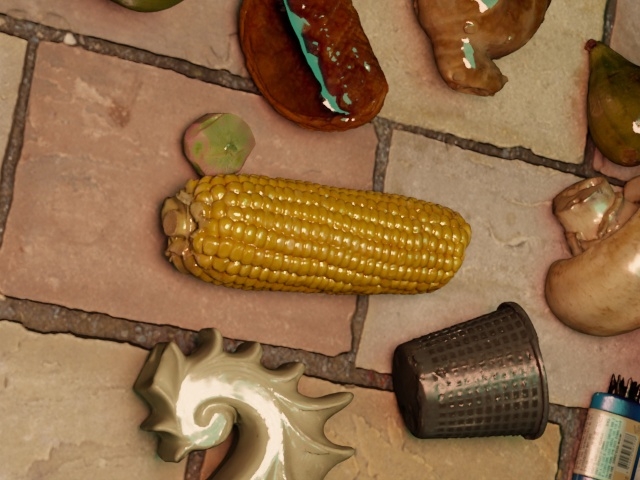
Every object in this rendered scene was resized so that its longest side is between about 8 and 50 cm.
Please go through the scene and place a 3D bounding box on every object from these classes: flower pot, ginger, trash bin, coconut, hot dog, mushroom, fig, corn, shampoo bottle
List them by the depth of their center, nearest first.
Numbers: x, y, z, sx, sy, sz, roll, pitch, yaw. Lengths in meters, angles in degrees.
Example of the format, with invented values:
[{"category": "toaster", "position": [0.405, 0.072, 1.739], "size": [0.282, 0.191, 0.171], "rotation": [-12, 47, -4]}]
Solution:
[{"category": "flower pot", "position": [-0.127, 0.295, 1.713], "size": [0.254, 0.164, 0.367], "rotation": [25, 77, -13]}, {"category": "coconut", "position": [-0.122, -0.114, 1.794], "size": [0.083, 0.081, 0.082], "rotation": [21, 91, -28]}, {"category": "corn", "position": [0.000, 0.000, 1.801], "size": [0.387, 0.144, 0.143], "rotation": [8, 83, -22]}, {"category": "hot dog", "position": [-0.009, -0.239, 1.838], "size": [0.161, 0.099, 0.226], "rotation": [-19, 92, -23]}, {"category": "trash bin", "position": [0.179, 0.176, 1.856], "size": [0.161, 0.175, 0.175], "rotation": [-11, 90, -12]}, {"category": "ginger", "position": [0.197, -0.368, 1.898], "size": [0.256, 0.176, 0.375], "rotation": [-4, 87, -38]}, {"category": "mushroom", "position": [0.412, 0.001, 1.945], "size": [0.253, 0.189, 0.195], "rotation": [-45, 104, -27]}, {"category": "shampoo bottle", "position": [0.386, 0.267, 1.984], "size": [0.087, 0.050, 0.183], "rotation": [20, 79, -17]}, {"category": "fig", "position": [0.416, -0.180, 2.016], "size": [0.133, 0.185, 0.126], "rotation": [-25, 136, 3]}]

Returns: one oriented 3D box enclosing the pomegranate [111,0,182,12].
[{"category": "pomegranate", "position": [-0.189, -0.345, 1.748], "size": [0.210, 0.180, 0.180], "rotation": [17, 77, -54]}]
